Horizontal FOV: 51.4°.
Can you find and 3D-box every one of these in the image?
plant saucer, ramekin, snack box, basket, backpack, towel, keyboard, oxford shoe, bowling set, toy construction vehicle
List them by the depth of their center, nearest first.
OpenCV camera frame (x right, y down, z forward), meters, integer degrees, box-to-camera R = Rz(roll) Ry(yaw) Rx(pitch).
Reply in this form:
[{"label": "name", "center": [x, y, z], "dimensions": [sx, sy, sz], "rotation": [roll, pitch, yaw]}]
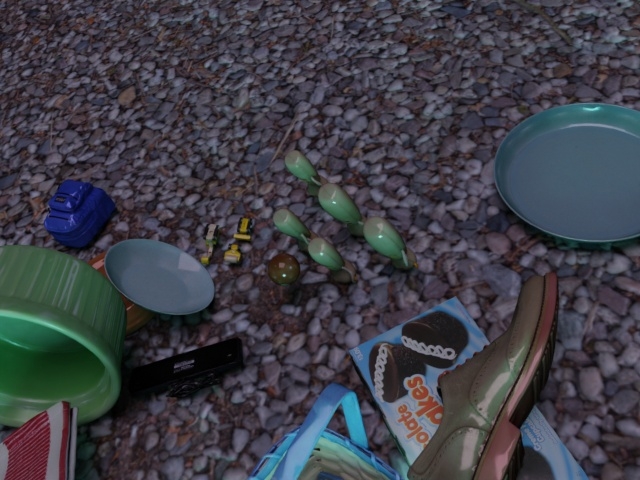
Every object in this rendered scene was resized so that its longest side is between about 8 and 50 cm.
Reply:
[{"label": "basket", "center": [-0.011, 0.324, 0.761], "dimensions": [0.201, 0.289, 0.255], "rotation": [20, 61, 32]}, {"label": "oxford shoe", "center": [0.218, 0.172, 0.854], "dimensions": [0.130, 0.123, 0.348], "rotation": [14, 54, 28]}, {"label": "snack box", "center": [0.192, 0.246, 0.916], "dimensions": [0.187, 0.060, 0.322], "rotation": [-26, 51, -7]}, {"label": "towel", "center": [-0.480, 0.385, 0.917], "dimensions": [0.329, 0.037, 0.237], "rotation": [-34, 33, 2]}, {"label": "ramekin", "center": [-0.445, 0.147, 1.018], "dimensions": [0.303, 0.303, 0.148], "rotation": [-8, 44, 8]}, {"label": "keyboard", "center": [-0.215, 0.220, 1.073], "dimensions": [0.191, 0.038, 0.100], "rotation": [-17, 27, 2]}, {"label": "bowling set", "center": [0.000, 0.000, 1.131], "dimensions": [0.200, 0.154, 0.287], "rotation": [-46, 55, 2]}, {"label": "plant saucer", "center": [0.459, -0.113, 1.139], "dimensions": [0.317, 0.044, 0.318], "rotation": [-7, 51, 9]}, {"label": "plant saucer", "center": [-0.279, 0.071, 1.144], "dimensions": [0.194, 0.037, 0.195], "rotation": [23, 29, -14]}, {"label": "plant saucer", "center": [-0.375, 0.087, 1.207], "dimensions": [0.199, 0.037, 0.200], "rotation": [-7, 52, 9]}, {"label": "toy construction vehicle", "center": [-0.171, 0.004, 1.225], "dimensions": [0.085, 0.035, 0.098], "rotation": [4, 56, 4]}, {"label": "backpack", "center": [-0.484, -0.053, 1.306], "dimensions": [0.097, 0.101, 0.120], "rotation": [7, 58, 28]}]
